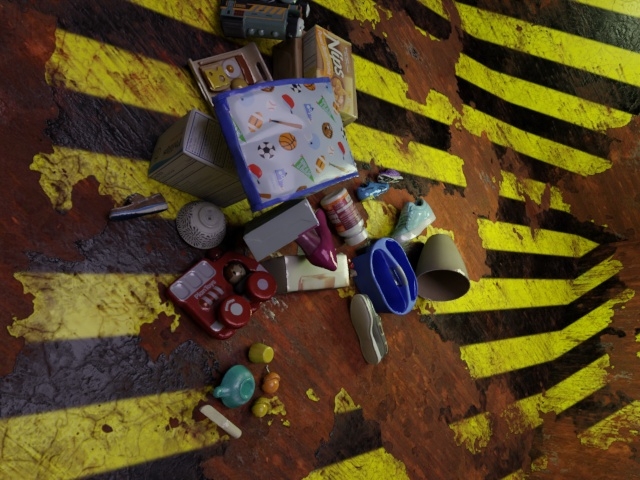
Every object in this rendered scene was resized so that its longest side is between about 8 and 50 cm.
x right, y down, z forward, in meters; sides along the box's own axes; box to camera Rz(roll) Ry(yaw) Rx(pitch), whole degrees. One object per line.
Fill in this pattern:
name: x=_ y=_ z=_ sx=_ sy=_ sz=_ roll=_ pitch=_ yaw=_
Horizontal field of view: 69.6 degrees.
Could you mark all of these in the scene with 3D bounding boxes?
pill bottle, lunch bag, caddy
pill bottle: x=0.102 y=-0.094 z=1.892 sx=0.121 sy=0.121 sz=0.221 roll=-42 pitch=108 yaw=-38
lunch bag: x=-0.113 y=-0.273 z=1.317 sx=0.385 sy=0.238 sz=0.328 roll=-28 pitch=100 yaw=-49
caddy: x=0.289 y=0.155 z=1.966 sx=0.241 sy=0.179 sz=0.342 roll=-37 pitch=105 yaw=-39

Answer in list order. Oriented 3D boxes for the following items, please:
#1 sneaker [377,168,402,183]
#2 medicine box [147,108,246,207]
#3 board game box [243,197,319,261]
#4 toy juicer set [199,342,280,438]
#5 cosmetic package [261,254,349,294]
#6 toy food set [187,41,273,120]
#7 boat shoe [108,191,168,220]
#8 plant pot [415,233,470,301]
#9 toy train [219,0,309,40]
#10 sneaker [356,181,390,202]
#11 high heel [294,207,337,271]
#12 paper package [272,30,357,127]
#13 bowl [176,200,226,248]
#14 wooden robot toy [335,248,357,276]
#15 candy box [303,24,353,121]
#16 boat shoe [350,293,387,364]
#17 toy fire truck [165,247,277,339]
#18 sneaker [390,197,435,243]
sneaker: x=0.318 y=-0.307 z=2.178 sx=0.169 sy=0.068 sz=0.071 roll=-7 pitch=70 yaw=-50
medicine box: x=-0.342 y=-0.241 z=1.441 sx=0.289 sy=0.263 sz=0.149 roll=24 pitch=66 yaw=-36
board game box: x=-0.135 y=-0.053 z=1.509 sx=0.223 sy=0.303 sz=0.098 roll=-30 pitch=103 yaw=-2
toy juicer set: x=-0.255 y=0.503 z=1.488 sx=0.329 sy=0.089 sz=0.209 roll=-41 pitch=121 yaw=-47
cosmetic package: x=-0.052 y=0.125 z=1.694 sx=0.296 sy=0.153 sz=0.129 roll=1 pitch=79 yaw=-40
toy food set: x=-0.307 y=-0.580 z=1.658 sx=0.306 sy=0.092 sz=0.220 roll=-36 pitch=105 yaw=-40
boat shoe: x=-0.548 y=-0.105 z=1.373 sx=0.183 sy=0.066 sz=0.066 roll=-19 pitch=89 yaw=-52
plant pot: x=0.572 y=0.108 z=2.203 sx=0.256 sy=0.256 sz=0.274 roll=37 pitch=42 yaw=-29
toy train: x=-0.211 y=-0.825 z=1.684 sx=0.333 sy=0.142 sz=0.191 roll=8 pitch=72 yaw=1
sneaker: x=0.239 y=-0.239 z=2.079 sx=0.209 sy=0.069 sz=0.082 roll=-28 pitch=96 yaw=-41
high heel: x=0.000 y=0.000 z=1.684 sx=0.181 sy=0.127 sz=0.377 roll=44 pitch=21 yaw=-6
paper package: x=-0.020 y=-0.643 z=1.872 sx=0.324 sy=0.168 sz=0.310 roll=7 pitch=75 yaw=-39
bowl: x=-0.369 y=-0.065 z=1.486 sx=0.170 sy=0.080 sz=0.170 roll=15 pitch=64 yaw=-32
wooden robot toy: x=0.078 y=0.105 z=1.868 sx=0.173 sy=0.076 sz=0.079 roll=50 pitch=64 yaw=-21
candy box: x=0.030 y=-0.623 z=1.739 sx=0.182 sy=0.087 sz=0.317 roll=10 pitch=73 yaw=-39
boat shoe: x=0.204 y=0.355 z=1.900 sx=0.091 sy=0.109 sz=0.305 roll=-23 pitch=102 yaw=-42
toy fire truck: x=-0.305 y=0.151 z=1.476 sx=0.254 sy=0.169 sz=0.302 roll=46 pitch=52 yaw=-2
sneaker: x=0.408 y=-0.094 z=2.167 sx=0.366 sy=0.135 sz=0.150 roll=-35 pitch=96 yaw=-49
